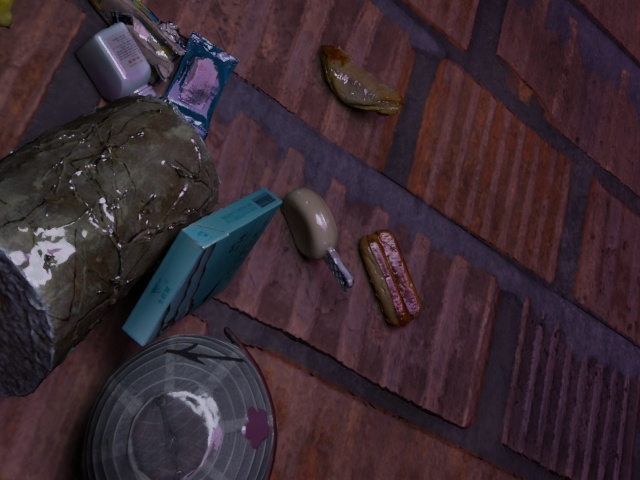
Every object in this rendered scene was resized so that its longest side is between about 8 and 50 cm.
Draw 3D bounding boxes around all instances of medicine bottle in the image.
[{"bbox_3d":[-0.265,-0.221,1.158,0.055,0.074,0.118,-40,104,-38],"label":"medicine bottle"}]

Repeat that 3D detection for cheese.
[{"bbox_3d":[-0.003,0.001,1.305,0.047,0.092,0.171,-23,87,-24],"label":"cheese"}]

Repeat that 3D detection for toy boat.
[{"bbox_3d":[-0.266,-0.306,1.184,0.210,0.084,0.066,46,51,-9],"label":"toy boat"}]

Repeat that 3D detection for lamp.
[{"bbox_3d":[-0.165,0.237,1.042,0.233,0.233,0.265,7,75,-37],"label":"lamp"}]

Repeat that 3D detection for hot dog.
[{"bbox_3d":[0.057,-0.251,1.427,0.169,0.061,0.078,39,46,6],"label":"hot dog"},{"bbox_3d":[0.115,0.063,1.410,0.071,0.045,0.165,-24,95,-41],"label":"hot dog"}]

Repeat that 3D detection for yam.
[{"bbox_3d":[-0.285,-0.010,0.996,0.241,0.241,0.348,55,52,-15],"label":"yam"}]

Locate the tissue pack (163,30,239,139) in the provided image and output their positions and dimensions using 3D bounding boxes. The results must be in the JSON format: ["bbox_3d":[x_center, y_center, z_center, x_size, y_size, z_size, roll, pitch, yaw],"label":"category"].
[{"bbox_3d":[-0.178,-0.224,1.261,0.085,0.028,0.138,30,67,-26],"label":"tissue pack"}]

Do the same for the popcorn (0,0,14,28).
[{"bbox_3d":[-0.436,-0.287,0.983,0.195,0.174,0.168,-7,42,-34],"label":"popcorn"}]

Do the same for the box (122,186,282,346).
[{"bbox_3d":[-0.142,0.028,1.092,0.041,0.162,0.229,38,24,7],"label":"box"}]
